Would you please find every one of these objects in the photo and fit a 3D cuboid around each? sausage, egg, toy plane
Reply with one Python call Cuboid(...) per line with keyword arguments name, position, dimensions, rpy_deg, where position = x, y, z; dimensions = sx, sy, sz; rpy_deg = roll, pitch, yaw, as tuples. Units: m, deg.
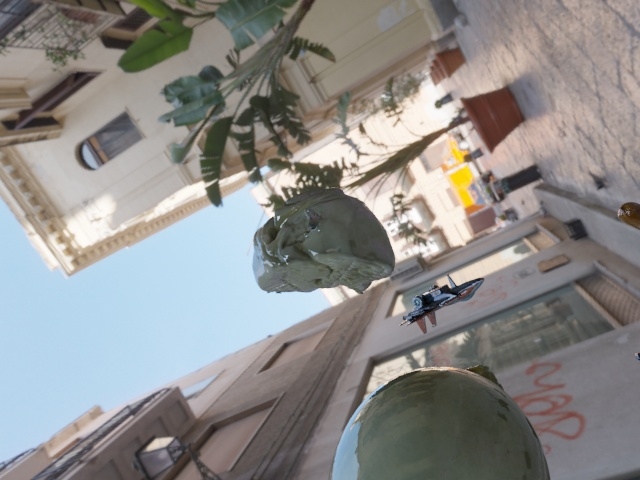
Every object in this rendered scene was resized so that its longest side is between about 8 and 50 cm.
Cuboid(name="sausage", position=(0.854, -0.056, 1.265), dimensions=(0.183, 0.062, 0.054), rpy_deg=(20, -124, -16))
Cuboid(name="egg", position=(0.098, 0.238, 0.440), dimensions=(0.189, 0.253, 0.188), rpy_deg=(20, -168, -5))
Cuboid(name="toy plane", position=(0.364, 0.170, 1.425), dimensions=(0.223, 0.326, 0.104), rpy_deg=(-23, -111, -37))

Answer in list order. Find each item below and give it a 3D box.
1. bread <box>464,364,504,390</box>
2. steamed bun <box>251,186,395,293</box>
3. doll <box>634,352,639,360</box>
Cuboid(name="bread", position=(0.305, 0.401, 1.119), dimensions=(0.130, 0.268, 0.152), rpy_deg=(173, 75, -84))
Cuboid(name="steamed bun", position=(0.000, 0.000, 1.081), dimensions=(0.275, 0.320, 0.206), rpy_deg=(92, 176, -66))
Cuboid(name="doll", position=(0.806, 0.301, 1.048), dimensions=(0.234, 0.143, 0.135), rpy_deg=(32, 169, -25))
